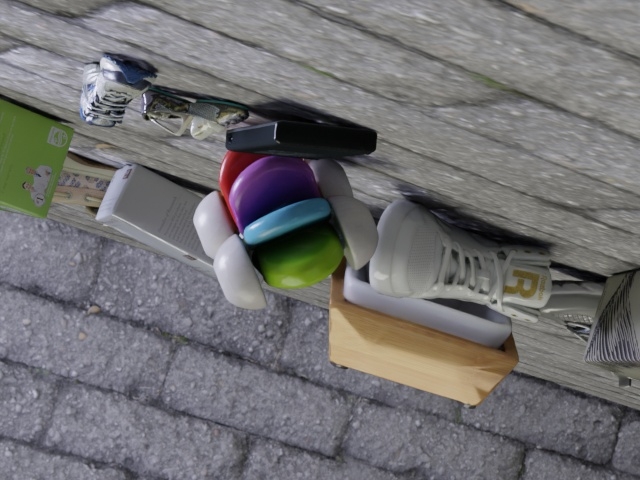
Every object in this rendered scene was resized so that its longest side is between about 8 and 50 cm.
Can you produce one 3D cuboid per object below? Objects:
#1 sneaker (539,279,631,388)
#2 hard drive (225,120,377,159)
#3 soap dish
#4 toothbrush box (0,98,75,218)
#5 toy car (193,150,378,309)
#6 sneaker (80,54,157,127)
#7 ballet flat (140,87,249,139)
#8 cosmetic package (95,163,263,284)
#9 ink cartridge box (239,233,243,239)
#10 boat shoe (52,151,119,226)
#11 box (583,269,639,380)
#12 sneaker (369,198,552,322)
[{"bbox_3d":[0.370,0.120,1.927,0.281,0.115,0.105,18,174,-18],"label":"sneaker"},{"bbox_3d":[-0.019,-0.088,1.418,0.094,0.022,0.135,5,179,-22],"label":"hard drive"},{"bbox_3d":[0.115,0.091,1.959,0.229,0.118,0.291,17,-166,-3],"label":"soap dish"},{"bbox_3d":[-0.470,-0.129,1.880,0.283,0.122,0.206,20,174,-38],"label":"toothbrush box"},{"bbox_3d":[-0.042,-0.033,1.537,0.182,0.159,0.136,-119,10,-52],"label":"toy car"},{"bbox_3d":[-0.184,-0.127,1.420,0.052,0.058,0.135,18,173,-18],"label":"sneaker"},{"bbox_3d":[-0.117,-0.113,1.465,0.114,0.041,0.041,13,173,27],"label":"ballet flat"},{"bbox_3d":[-0.182,-0.015,2.181,0.231,0.085,0.117,26,170,-16],"label":"cosmetic package"},{"bbox_3d":[-0.040,-0.016,1.905,0.092,0.089,0.143,21,171,-41],"label":"ink cartridge box"},{"bbox_3d":[-0.335,-0.067,2.243,0.285,0.089,0.105,19,173,-30],"label":"boat shoe"},{"bbox_3d":[0.370,0.093,1.708,0.094,0.113,0.275,18,173,-3],"label":"box"},{"bbox_3d":[0.166,0.025,1.722,0.169,0.108,0.292,12,-177,21],"label":"sneaker"}]
